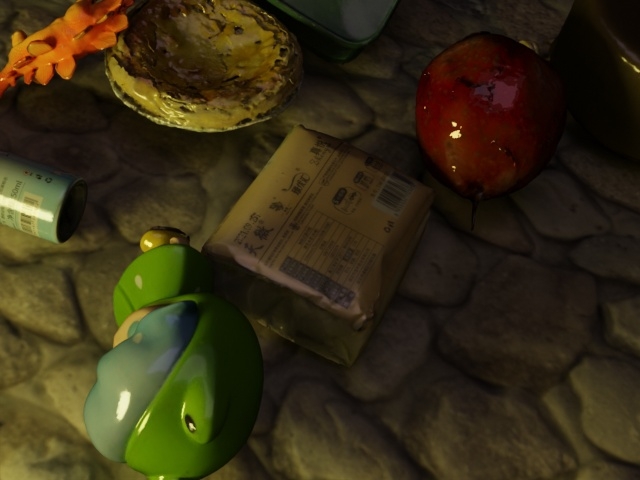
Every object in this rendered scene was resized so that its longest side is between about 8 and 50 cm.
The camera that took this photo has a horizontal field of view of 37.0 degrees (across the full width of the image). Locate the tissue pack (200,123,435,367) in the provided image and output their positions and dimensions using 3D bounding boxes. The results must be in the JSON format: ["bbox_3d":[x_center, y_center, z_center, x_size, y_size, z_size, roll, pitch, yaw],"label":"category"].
[{"bbox_3d":[0.000,0.000,0.985,0.186,0.090,0.222,25,52,7],"label":"tissue pack"}]

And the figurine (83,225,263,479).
[{"bbox_3d":[-0.129,0.095,0.841,0.143,0.162,0.263,17,33,-26],"label":"figurine"}]

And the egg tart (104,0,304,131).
[{"bbox_3d":[-0.137,-0.202,1.126,0.234,0.094,0.234,6,52,-8],"label":"egg tart"}]

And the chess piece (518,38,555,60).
[{"bbox_3d":[0.312,-0.259,1.301,0.092,0.035,0.035,-12,54,-25],"label":"chess piece"}]

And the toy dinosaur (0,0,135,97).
[{"bbox_3d":[-0.270,-0.233,1.068,0.288,0.070,0.117,-37,34,4],"label":"toy dinosaur"}]

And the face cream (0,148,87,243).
[{"bbox_3d":[-0.359,-0.067,0.982,0.229,0.075,0.075,19,50,5],"label":"face cream"}]

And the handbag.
[{"bbox_3d":[-0.036,-0.393,1.202,0.326,0.089,0.238,31,76,-7],"label":"handbag"}]

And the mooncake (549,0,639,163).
[{"bbox_3d":[0.436,-0.225,1.208,0.284,0.155,0.284,6,53,-8],"label":"mooncake"}]

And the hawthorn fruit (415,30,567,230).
[{"bbox_3d":[0.191,-0.116,1.074,0.181,0.181,0.235,8,62,-4],"label":"hawthorn fruit"}]
